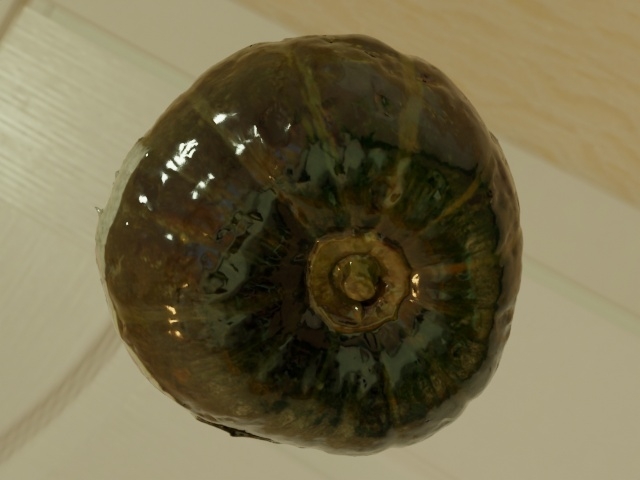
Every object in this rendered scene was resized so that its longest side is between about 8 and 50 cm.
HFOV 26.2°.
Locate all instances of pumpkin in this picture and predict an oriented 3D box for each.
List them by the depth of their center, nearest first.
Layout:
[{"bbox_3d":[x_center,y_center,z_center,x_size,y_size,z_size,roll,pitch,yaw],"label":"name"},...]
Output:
[{"bbox_3d":[-0.001,-0.001,0.838,0.260,0.260,0.189,-65,18,13],"label":"pumpkin"}]
